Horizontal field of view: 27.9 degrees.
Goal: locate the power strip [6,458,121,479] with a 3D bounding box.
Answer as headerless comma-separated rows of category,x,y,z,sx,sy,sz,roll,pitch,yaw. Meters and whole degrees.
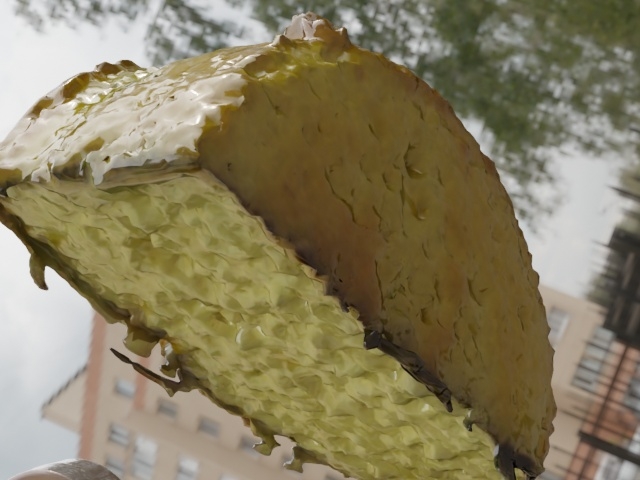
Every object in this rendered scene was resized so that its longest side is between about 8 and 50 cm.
power strip,-0.258,0.299,1.287,0.154,0.154,0.078,-70,-18,6

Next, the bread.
bread,-0.004,-0.002,0.547,0.260,0.160,0.147,42,-124,-31
